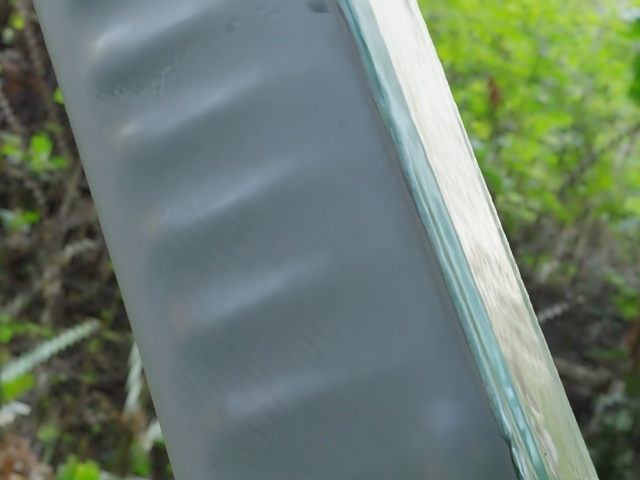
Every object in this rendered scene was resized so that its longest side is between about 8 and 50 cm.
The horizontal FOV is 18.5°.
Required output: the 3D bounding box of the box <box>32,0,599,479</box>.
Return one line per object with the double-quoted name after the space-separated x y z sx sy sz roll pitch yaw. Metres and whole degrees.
0.000 0.000 0.627 0.106 0.336 0.264 -21 -22 8 "box"
